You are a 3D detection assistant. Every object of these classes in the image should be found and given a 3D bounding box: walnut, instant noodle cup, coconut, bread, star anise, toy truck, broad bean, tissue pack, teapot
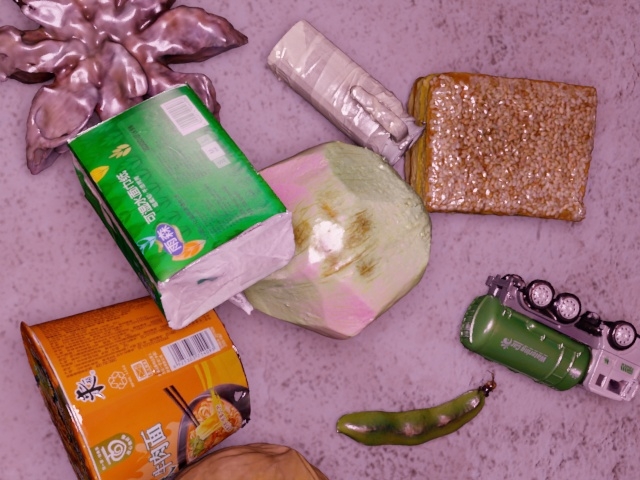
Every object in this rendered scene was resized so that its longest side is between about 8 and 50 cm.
[{"bbox_3d":[-0.082,0.331,0.920,0.228,0.228,0.228,0,89,-17],"label":"walnut"},{"bbox_3d":[-0.195,0.159,0.890,0.182,0.230,0.230,-24,96,-25],"label":"instant noodle cup"},{"bbox_3d":[0.000,0.000,0.951,0.236,0.204,0.235,-3,97,-25],"label":"coconut"},{"bbox_3d":[0.231,-0.121,1.074,0.234,0.110,0.184,3,91,-15],"label":"bread"},{"bbox_3d":[-0.237,-0.217,0.929,0.332,0.117,0.331,-2,95,-18],"label":"star anise"},{"bbox_3d":[0.308,0.130,1.094,0.243,0.101,0.125,24,87,-12],"label":"toy truck"},{"bbox_3d":[0.128,0.228,1.070,0.227,0.039,0.069,-14,99,-17],"label":"broad bean"},{"bbox_3d":[-0.141,-0.025,0.857,0.148,0.156,0.209,-30,61,-18],"label":"tissue pack"},{"bbox_3d":[0.034,-0.177,0.987,0.200,0.107,0.077,41,86,4],"label":"teapot"}]
